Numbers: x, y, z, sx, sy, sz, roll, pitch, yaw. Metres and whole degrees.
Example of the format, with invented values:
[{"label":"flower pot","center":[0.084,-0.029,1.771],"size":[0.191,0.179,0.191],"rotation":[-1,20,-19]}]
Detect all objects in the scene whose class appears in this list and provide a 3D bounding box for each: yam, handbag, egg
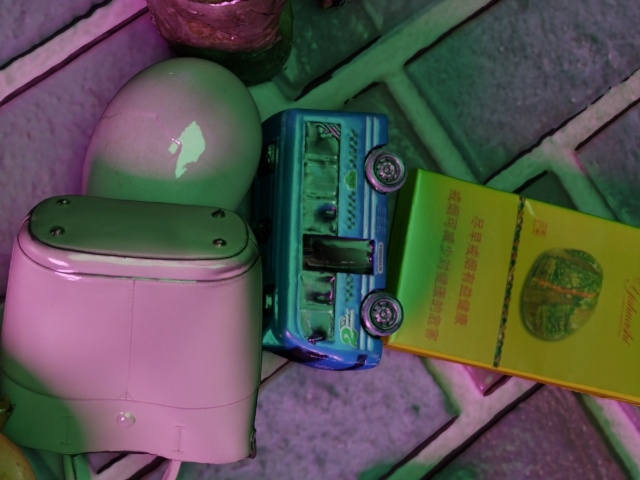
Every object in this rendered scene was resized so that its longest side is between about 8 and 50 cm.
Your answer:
[{"label":"yam","center":[-0.093,-0.238,1.375],"size":[0.154,0.254,0.154],"rotation":[0,82,1]},{"label":"handbag","center":[-0.169,0.113,1.324],"size":[0.241,0.109,0.315],"rotation":[5,124,-4]},{"label":"egg","center":[-0.139,-0.068,1.365],"size":[0.151,0.151,0.209],"rotation":[30,81,-16]}]

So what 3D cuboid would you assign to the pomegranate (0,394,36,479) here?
[{"label":"pomegranate","center":[-0.332,0.231,1.226],"size":[0.207,0.207,0.207],"rotation":[2,83,-21]}]

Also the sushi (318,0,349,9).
[{"label":"sushi","center":[-0.018,-0.373,1.458],"size":[0.131,0.139,0.291],"rotation":[-19,93,-15]}]

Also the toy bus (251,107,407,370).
[{"label":"toy bus","center":[0.000,0.000,1.432],"size":[0.134,0.113,0.246],"rotation":[5,82,-21]}]

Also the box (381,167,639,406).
[{"label":"box","center":[0.227,0.053,1.553],"size":[0.335,0.047,0.187],"rotation":[14,79,-19]}]
